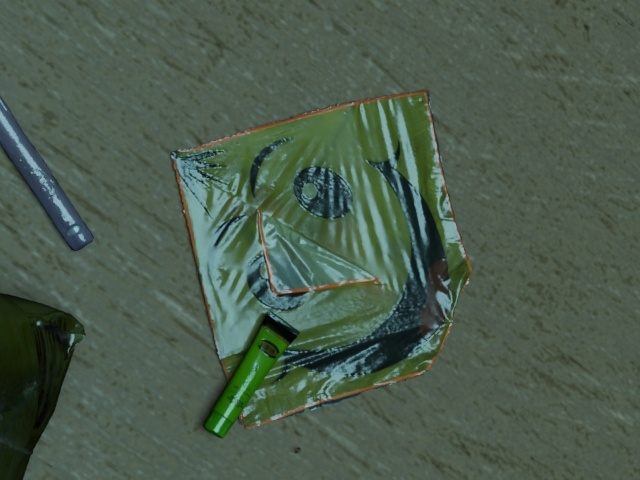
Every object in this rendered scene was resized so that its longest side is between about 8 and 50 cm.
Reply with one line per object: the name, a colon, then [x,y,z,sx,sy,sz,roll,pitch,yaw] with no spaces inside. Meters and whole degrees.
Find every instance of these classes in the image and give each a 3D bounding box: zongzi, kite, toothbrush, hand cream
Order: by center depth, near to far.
zongzi: [-0.333,0.174,0.965,0.274,0.145,0.300,15,89,-52]
toothbrush: [-0.298,-0.141,1.093,0.024,0.029,0.354,-33,100,-5]
hand cream: [-0.065,0.123,1.171,0.036,0.023,0.122,37,72,-12]
kite: [-0.001,0.000,1.219,0.327,0.013,0.377,30,77,-17]
